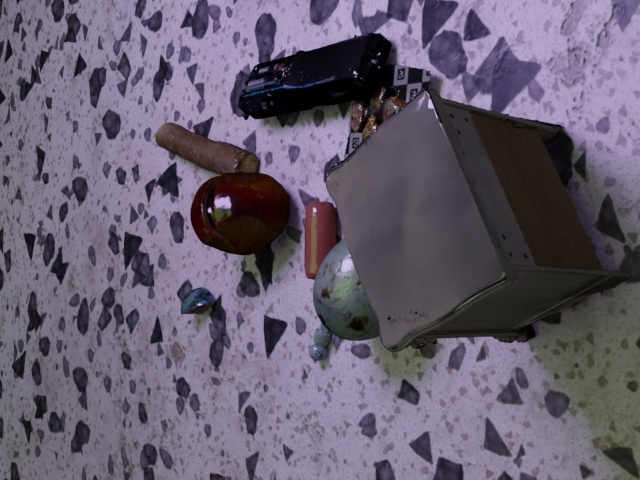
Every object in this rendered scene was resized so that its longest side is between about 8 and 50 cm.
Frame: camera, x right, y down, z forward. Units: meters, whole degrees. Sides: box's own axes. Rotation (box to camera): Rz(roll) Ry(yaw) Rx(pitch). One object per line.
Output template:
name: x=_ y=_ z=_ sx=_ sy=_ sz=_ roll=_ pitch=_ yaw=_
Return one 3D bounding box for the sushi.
sushi: x=0.103 y=-0.230 z=1.608 sx=0.210 sy=0.040 sz=0.192 roll=22 pitch=104 yaw=54

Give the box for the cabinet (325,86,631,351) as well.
cabinet: x=0.224 y=-0.017 z=1.270 sx=0.227 sy=0.318 sz=0.289 roll=-39 pitch=61 yaw=39

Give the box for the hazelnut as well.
hazelnut: x=-0.159 y=-0.059 z=1.824 sx=0.204 sy=0.178 sz=0.177 roll=-17 pitch=74 yaw=29

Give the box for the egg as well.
egg: x=0.083 y=0.066 z=1.539 sx=0.169 sy=0.169 sz=0.231 roll=37 pitch=102 yaw=43

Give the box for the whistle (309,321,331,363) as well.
whistle: x=0.001 y=0.192 z=1.724 sx=0.035 sy=0.035 sz=0.100 roll=28 pitch=108 yaw=46

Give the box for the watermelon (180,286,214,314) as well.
watermelon: x=-0.274 y=0.146 z=2.041 sx=0.085 sy=0.085 sz=0.061 roll=34 pitch=153 yaw=44

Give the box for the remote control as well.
remote control: x=-0.027 y=-0.321 z=1.740 sx=0.399 sy=0.062 sz=0.144 roll=-3 pitch=63 yaw=49

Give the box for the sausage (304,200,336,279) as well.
sausage: x=0.000 y=0.000 z=1.715 sx=0.062 sy=0.062 sz=0.154 roll=-2 pitch=87 yaw=49

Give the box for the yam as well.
yam: x=-0.264 y=-0.204 z=2.017 sx=0.357 sy=0.081 sz=0.081 roll=26 pitch=108 yaw=45
